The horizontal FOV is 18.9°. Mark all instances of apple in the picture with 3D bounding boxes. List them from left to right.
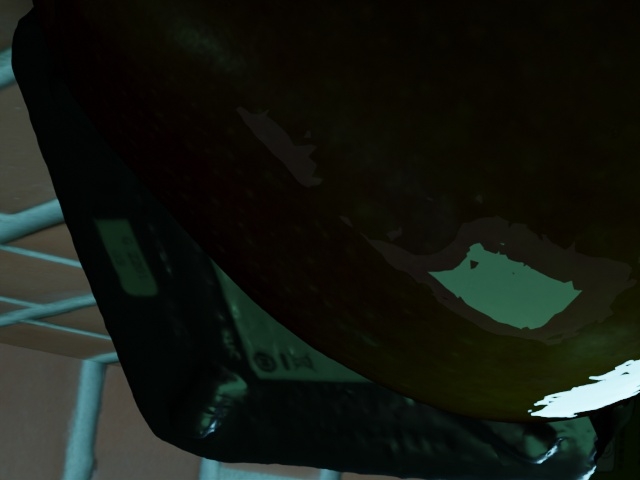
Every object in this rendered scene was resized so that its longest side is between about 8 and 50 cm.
[{"bbox_3d":[0.063,-0.085,0.704,0.317,0.288,0.288,28,164,-5],"label":"apple"}]

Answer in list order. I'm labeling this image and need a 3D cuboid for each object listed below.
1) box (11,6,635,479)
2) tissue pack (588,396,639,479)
[{"bbox_3d":[0.000,0.000,1.179,0.350,0.091,0.359,-2,121,29],"label":"box"},{"bbox_3d":[0.282,0.053,1.247,0.167,0.274,0.200,15,165,-41],"label":"tissue pack"}]
